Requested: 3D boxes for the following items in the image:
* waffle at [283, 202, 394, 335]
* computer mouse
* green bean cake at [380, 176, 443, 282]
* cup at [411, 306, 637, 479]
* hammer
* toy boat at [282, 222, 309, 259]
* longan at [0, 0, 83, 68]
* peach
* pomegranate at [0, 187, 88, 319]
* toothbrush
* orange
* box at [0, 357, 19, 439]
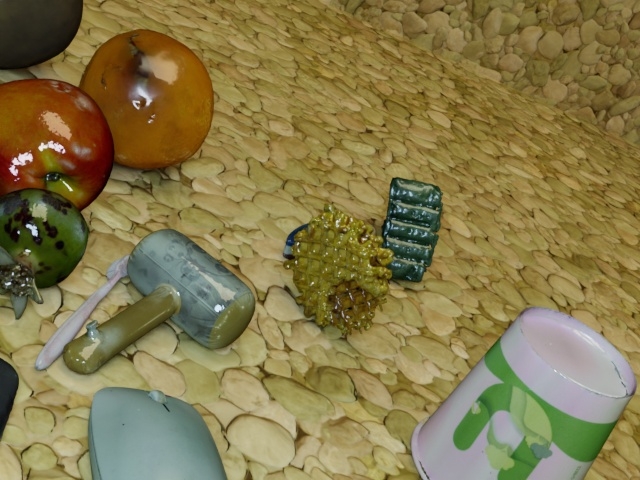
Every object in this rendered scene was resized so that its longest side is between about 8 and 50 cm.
[{"bbox_3d":[0.030,0.052,1.595,0.197,0.193,0.070,43,32,27],"label":"waffle"},{"bbox_3d":[-0.180,0.256,1.137,0.159,0.097,0.288,14,31,-25],"label":"computer mouse"},{"bbox_3d":[0.172,-0.024,1.942,0.107,0.194,0.208,7,4,0],"label":"green bean cake"},{"bbox_3d":[0.300,0.255,1.416,0.253,0.274,0.253,23,27,-13],"label":"cup"},{"bbox_3d":[-0.241,0.100,1.364,0.202,0.113,0.305,35,35,18],"label":"hammer"},{"bbox_3d":[0.000,0.000,1.823,0.080,0.046,0.228,42,29,21],"label":"toy boat"},{"bbox_3d":[-0.573,-0.449,1.790,0.297,0.297,0.297,23,27,-13],"label":"longan"},{"bbox_3d":[-0.426,-0.136,1.465,0.243,0.200,0.243,13,31,-8],"label":"peach"},{"bbox_3d":[-0.394,0.010,1.327,0.148,0.148,0.169,30,45,2],"label":"pomegranate"},{"bbox_3d":[-0.323,0.093,1.360,0.025,0.029,0.307,66,21,-19],"label":"toothbrush"},{"bbox_3d":[-0.307,-0.246,1.726,0.246,0.246,0.246,23,27,-13],"label":"orange"},{"bbox_3d":[-0.440,0.165,1.095,0.201,0.042,0.212,22,26,-11],"label":"box"}]
